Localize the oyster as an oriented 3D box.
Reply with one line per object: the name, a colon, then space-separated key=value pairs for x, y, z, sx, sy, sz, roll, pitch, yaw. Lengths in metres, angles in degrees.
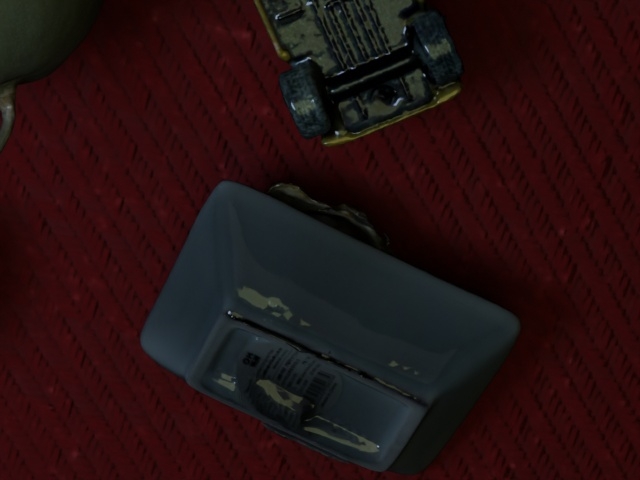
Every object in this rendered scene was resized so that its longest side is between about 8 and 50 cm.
oyster: x=0.004 y=0.005 z=1.389 sx=0.148 sy=0.051 sz=0.103 roll=41 pitch=129 yaw=-15

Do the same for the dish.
dish: x=-0.002 y=0.086 z=1.370 sx=0.243 sy=0.080 sz=0.182 roll=26 pitch=130 yaw=-5

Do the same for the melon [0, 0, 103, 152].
melon: x=-0.263 y=-0.218 z=1.224 sx=0.272 sy=0.272 sz=0.308 roll=-26 pitch=118 yaw=10

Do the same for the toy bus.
toy bus: x=-0.017 y=-0.235 z=1.278 sx=0.121 sy=0.123 sz=0.335 roll=-23 pitch=105 yaw=8
